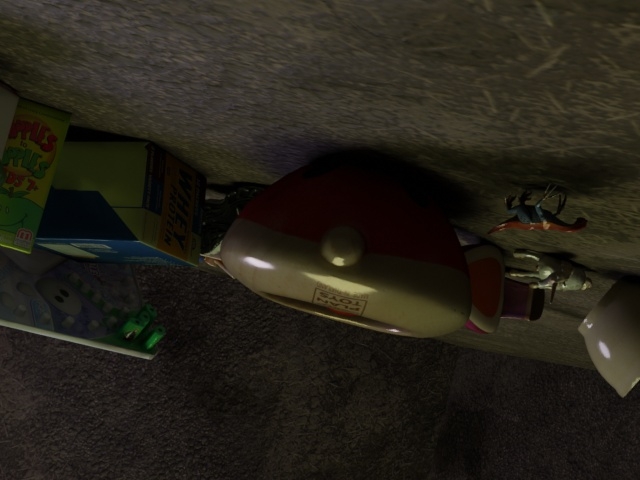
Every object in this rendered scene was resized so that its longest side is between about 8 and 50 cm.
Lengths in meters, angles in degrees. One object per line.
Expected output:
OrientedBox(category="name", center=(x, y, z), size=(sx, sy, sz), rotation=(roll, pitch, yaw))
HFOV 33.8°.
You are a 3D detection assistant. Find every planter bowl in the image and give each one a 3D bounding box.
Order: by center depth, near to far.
OrientedBox(category="planter bowl", center=(0.425, 0.119, 1.446), size=(0.109, 0.162, 0.162), rotation=(41, -179, 16))

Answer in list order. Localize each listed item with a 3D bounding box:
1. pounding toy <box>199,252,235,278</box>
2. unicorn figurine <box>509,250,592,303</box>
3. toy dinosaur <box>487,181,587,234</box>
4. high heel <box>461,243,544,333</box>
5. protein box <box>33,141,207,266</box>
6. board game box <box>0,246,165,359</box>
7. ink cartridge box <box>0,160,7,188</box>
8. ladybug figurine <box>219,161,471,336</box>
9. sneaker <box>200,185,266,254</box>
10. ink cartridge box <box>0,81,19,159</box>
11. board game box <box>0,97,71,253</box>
OrientedBox(category="pounding toy", center=(-0.216, 0.018, 2.129), size=(0.141, 0.100, 0.130), rotation=(14, 174, 5))
OrientedBox(category="unicorn figurine", center=(0.316, 0.046, 1.439), size=(0.162, 0.060, 0.111), rotation=(-1, -174, -43))
OrientedBox(category="toy dinosaur", center=(0.220, -0.020, 1.036), size=(0.047, 0.090, 0.082), rotation=(1, -145, -38))
OrientedBox(category="high heel", center=(0.196, 0.072, 1.570), size=(0.181, 0.127, 0.377), rotation=(7, 171, 29))
OrientedBox(category="protein box", center=(-0.291, -0.047, 1.468), size=(0.200, 0.135, 0.201), rotation=(2, 170, 16))
OrientedBox(category="board game box", center=(-0.440, -0.014, 1.604), size=(0.390, 0.050, 0.390), rotation=(20, -149, -39))
OrientedBox(category="ink cartridge box", center=(-0.429, -0.123, 1.069), size=(0.154, 0.093, 0.212), rotation=(12, 141, 13))
OrientedBox(category="ladybug figurine", center=(0.040, 0.012, 1.257), size=(0.305, 0.161, 0.449), rotation=(15, 174, 1))
OrientedBox(category="sneaker", center=(-0.096, -0.033, 1.566), size=(0.108, 0.100, 0.272), rotation=(-10, -175, -33))
OrientedBox(category="ink cartridge box", center=(-0.488, -0.131, 1.242), size=(0.218, 0.158, 0.092), rotation=(14, 175, 12))
OrientedBox(category="board game box", center=(-0.380, -0.083, 1.305), size=(0.092, 0.181, 0.043), rotation=(17, 173, -20))
